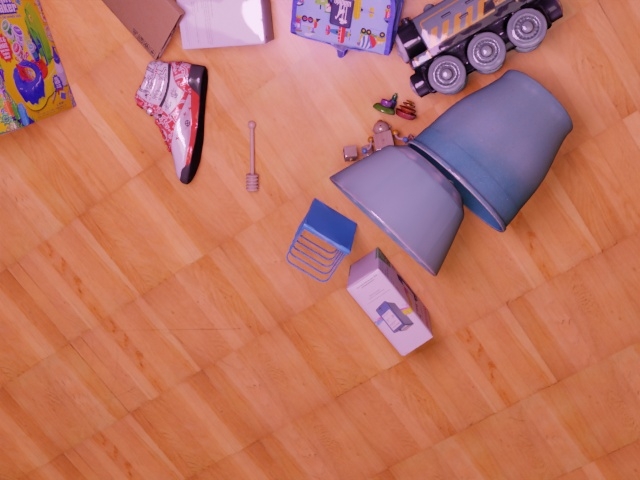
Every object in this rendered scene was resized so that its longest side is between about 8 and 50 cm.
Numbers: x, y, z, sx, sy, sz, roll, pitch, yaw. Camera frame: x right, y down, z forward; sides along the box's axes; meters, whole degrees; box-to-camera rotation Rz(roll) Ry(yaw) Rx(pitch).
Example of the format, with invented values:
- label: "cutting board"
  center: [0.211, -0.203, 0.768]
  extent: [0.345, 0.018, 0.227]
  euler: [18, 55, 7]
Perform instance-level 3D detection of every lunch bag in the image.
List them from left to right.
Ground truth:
- label: "lunch bag"
  center: [0.060, -0.519, 1.468]
  extent: [0.221, 0.138, 0.293]
  euler: [15, 117, 13]

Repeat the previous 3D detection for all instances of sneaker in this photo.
- label: "sneaker"
  center: [-0.339, -0.268, 1.629]
  extent: [0.145, 0.090, 0.270]
  euler: [10, 107, 3]

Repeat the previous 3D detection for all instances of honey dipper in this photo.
- label: "honey dipper"
  center: [-0.158, -0.194, 1.667]
  extent: [0.031, 0.030, 0.160]
  euler: [2, 108, 5]

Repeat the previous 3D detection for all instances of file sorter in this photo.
- label: "file sorter"
  center: [0.000, 0.000, 1.647]
  extent: [0.118, 0.170, 0.104]
  euler: [32, 113, -6]

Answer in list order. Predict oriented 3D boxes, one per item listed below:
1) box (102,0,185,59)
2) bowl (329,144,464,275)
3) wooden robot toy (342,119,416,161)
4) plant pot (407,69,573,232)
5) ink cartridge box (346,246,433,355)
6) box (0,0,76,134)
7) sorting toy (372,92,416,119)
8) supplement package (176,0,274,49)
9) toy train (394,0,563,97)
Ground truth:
- label: "box"
  center: [-0.380, -0.498, 1.512]
  extent: [0.201, 0.021, 0.164]
  euler: [49, 143, -4]
- label: "bowl"
  center: [0.185, -0.085, 1.545]
  extent: [0.311, 0.311, 0.163]
  euler: [43, 93, -10]
- label: "wooden robot toy"
  center: [0.132, -0.227, 1.618]
  extent: [0.173, 0.076, 0.079]
  euler: [-14, 72, 11]
- label: "plant pot"
  center: [0.367, -0.199, 1.499]
  extent: [0.272, 0.271, 0.255]
  euler: [44, 94, -10]
- label: "ink cartridge box"
  center: [0.162, 0.140, 1.686]
  extent: [0.093, 0.154, 0.212]
  euler: [-34, 102, 14]
- label: "box"
  center: [-0.694, -0.371, 1.520]
  extent: [0.177, 0.290, 0.279]
  euler: [-12, 109, 10]
- label: "sorting toy"
  center: [0.165, -0.295, 1.580]
  extent: [0.102, 0.061, 0.042]
  euler: [11, 112, -23]
- label: "supplement package"
  center: [-0.198, -0.465, 1.533]
  extent: [0.179, 0.105, 0.105]
  euler: [-2, 109, 8]
- label: "toy train"
  center: [0.314, -0.432, 1.483]
  extent: [0.334, 0.142, 0.190]
  euler: [-28, 91, 18]
